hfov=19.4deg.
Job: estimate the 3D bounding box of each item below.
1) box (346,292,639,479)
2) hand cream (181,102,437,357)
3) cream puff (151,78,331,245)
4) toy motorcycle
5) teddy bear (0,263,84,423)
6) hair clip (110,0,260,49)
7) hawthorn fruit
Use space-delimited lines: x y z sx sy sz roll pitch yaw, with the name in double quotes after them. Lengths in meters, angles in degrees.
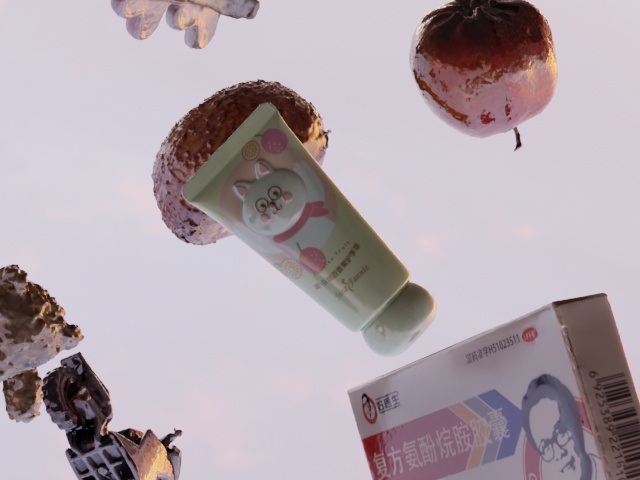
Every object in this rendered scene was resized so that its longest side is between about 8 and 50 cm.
0.154 0.191 1.609 0.069 0.214 0.353 -10 169 -32 "box"
0.000 0.000 2.091 0.306 0.147 0.093 44 -168 1 "hand cream"
-0.102 -0.102 2.319 0.240 0.240 0.164 -14 -119 -50 "cream puff"
-0.202 0.203 1.891 0.080 0.215 0.122 -22 -159 23 "toy motorcycle"
-0.479 0.171 2.544 0.246 0.296 0.222 47 171 -19 "teddy bear"
-0.151 -0.288 2.158 0.075 0.146 0.257 39 -162 27 "hair clip"
0.182 -0.174 2.020 0.157 0.194 0.157 -16 -141 14 "hawthorn fruit"
